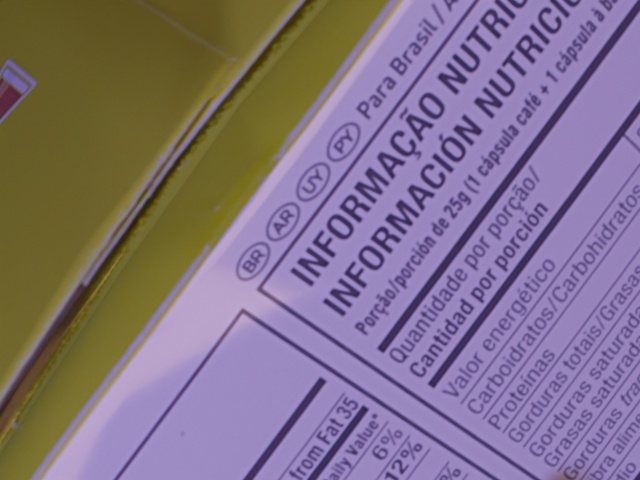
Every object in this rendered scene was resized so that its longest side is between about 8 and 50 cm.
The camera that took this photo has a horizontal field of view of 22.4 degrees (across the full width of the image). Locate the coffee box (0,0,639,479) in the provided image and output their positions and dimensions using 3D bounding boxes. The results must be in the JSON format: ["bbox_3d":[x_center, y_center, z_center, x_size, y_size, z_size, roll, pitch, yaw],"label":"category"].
[{"bbox_3d":[0.000,0.000,0.576,0.334,0.337,0.338,36,91,-39],"label":"coffee box"}]
